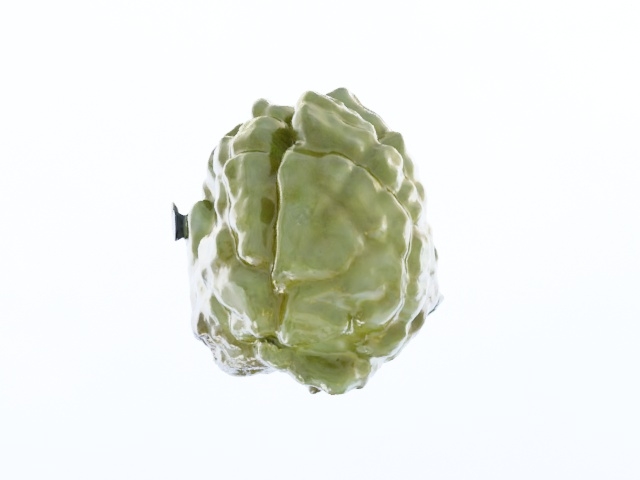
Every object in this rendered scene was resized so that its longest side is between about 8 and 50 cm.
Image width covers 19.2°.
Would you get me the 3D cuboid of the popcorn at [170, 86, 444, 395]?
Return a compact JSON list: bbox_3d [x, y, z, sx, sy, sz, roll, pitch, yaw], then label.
[{"bbox_3d":[-0.011,0.001,1.042,0.142,0.173,0.173,-19,-140,-15],"label":"popcorn"}]
